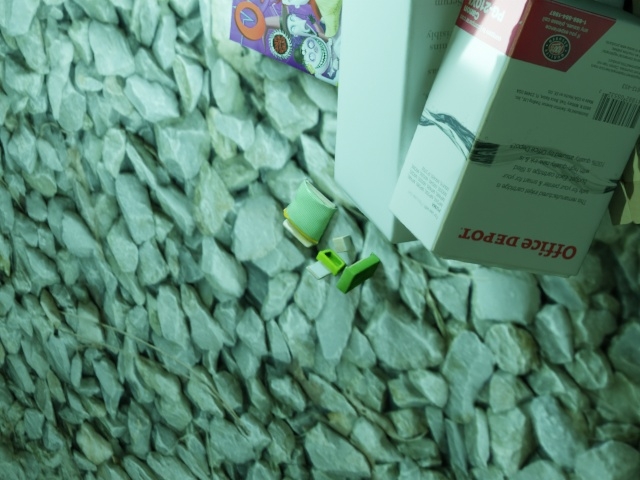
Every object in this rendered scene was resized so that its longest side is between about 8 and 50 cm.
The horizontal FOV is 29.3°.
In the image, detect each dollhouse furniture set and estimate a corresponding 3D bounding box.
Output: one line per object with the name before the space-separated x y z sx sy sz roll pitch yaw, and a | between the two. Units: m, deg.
dollhouse furniture set | 0.000 0.000 1.553 0.152 0.059 0.076 43 132 18

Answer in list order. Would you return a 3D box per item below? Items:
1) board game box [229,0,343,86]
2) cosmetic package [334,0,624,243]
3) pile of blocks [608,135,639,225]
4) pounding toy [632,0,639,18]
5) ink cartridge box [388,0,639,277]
board game box | -0.004 -0.362 1.398 0.208 0.056 0.346 30 127 34
cosmetic package | 0.153 -0.241 1.156 0.161 0.230 0.453 -131 38 -55
pile of blocks | 0.422 -0.001 1.147 0.362 0.113 0.149 42 120 8
pounding toy | 0.381 -0.169 1.061 0.269 0.155 0.154 38 135 23
ink cartridge box | 0.185 -0.099 1.086 0.100 0.172 0.237 48 123 54
